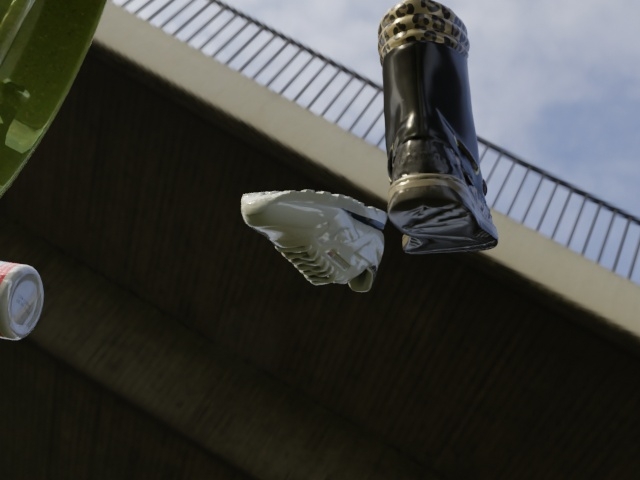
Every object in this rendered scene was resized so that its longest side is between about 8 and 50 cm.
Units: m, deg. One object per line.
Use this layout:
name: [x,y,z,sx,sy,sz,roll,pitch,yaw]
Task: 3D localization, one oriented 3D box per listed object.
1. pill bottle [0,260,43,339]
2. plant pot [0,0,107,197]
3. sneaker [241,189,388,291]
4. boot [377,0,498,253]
pill bottle: [-0.410,0.061,1.077,0.160,0.087,0.087,7,-49,12]
plant pot: [-0.325,-0.187,0.710,0.253,0.276,0.276,26,-43,-8]
sneaker: [0.000,0.000,0.996,0.090,0.095,0.235,6,-5,36]
boot: [0.158,-0.135,1.287,0.138,0.284,0.377,-7,-12,16]
